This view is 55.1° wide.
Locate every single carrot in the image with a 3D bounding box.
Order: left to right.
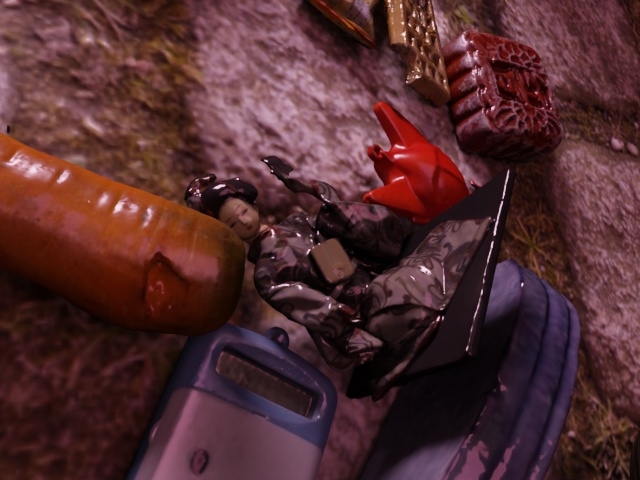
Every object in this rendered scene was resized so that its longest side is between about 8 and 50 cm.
[{"bbox_3d":[-0.140,-0.001,0.365,0.194,0.087,0.087,22,61,-14],"label":"carrot"}]

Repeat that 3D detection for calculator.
[{"bbox_3d":[-0.059,0.148,0.389,0.121,0.039,0.210,34,56,-22],"label":"calculator"}]

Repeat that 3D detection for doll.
[{"bbox_3d":[0.110,-0.047,0.569,0.169,0.057,0.109,23,59,-25],"label":"doll"}]

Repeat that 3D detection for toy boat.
[{"bbox_3d":[0.123,0.123,0.471,0.078,0.127,0.283,42,55,-7],"label":"toy boat"}]

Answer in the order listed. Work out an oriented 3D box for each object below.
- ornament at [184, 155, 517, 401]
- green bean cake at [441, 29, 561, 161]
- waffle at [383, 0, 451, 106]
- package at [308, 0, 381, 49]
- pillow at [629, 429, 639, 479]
[{"bbox_3d":[0.000,0.000,0.433,0.196,0.153,0.166,29,57,-12],"label":"ornament"},{"bbox_3d":[0.202,-0.159,0.678,0.135,0.056,0.135,2,71,-36],"label":"green bean cake"},{"bbox_3d":[0.098,-0.212,0.634,0.092,0.021,0.134,17,61,-51],"label":"waffle"},{"bbox_3d":[0.021,-0.253,0.605,0.108,0.031,0.120,32,50,-22],"label":"package"},{"bbox_3d":[0.307,0.269,0.544,0.212,0.052,0.208,42,44,-56],"label":"pillow"}]
